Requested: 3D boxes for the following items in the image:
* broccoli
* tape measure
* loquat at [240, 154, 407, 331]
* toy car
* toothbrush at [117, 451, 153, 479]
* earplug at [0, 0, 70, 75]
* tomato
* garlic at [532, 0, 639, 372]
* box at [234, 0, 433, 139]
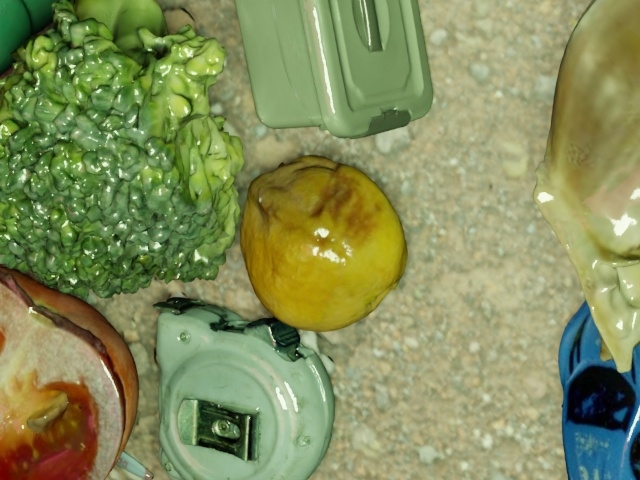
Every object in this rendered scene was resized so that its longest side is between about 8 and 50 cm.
[{"bbox_3d":[-0.158,-0.081,1.414,0.248,0.246,0.288,36,151,-29],"label":"broccoli"},{"bbox_3d":[-0.068,0.216,1.488,0.164,0.084,0.330,7,103,33],"label":"tape measure"},{"bbox_3d":[0.000,0.000,1.389,0.137,0.113,0.137,33,136,38],"label":"loquat"},{"bbox_3d":[0.211,0.141,1.309,0.103,0.063,0.216,5,105,48],"label":"toy car"},{"bbox_3d":[-0.220,0.155,1.599,0.193,0.019,0.013,31,114,18],"label":"toothbrush"},{"bbox_3d":[-0.315,-0.241,1.476,0.257,0.280,0.164,8,148,2],"label":"earplug"},{"bbox_3d":[-0.247,0.124,1.545,0.228,0.112,0.199,38,108,14],"label":"tomato"},{"bbox_3d":[0.280,-0.066,1.182,0.325,0.132,0.279,-31,83,15],"label":"garlic"},{"bbox_3d":[0.002,-0.159,1.344,0.093,0.124,0.172,-5,98,41],"label":"box"}]
